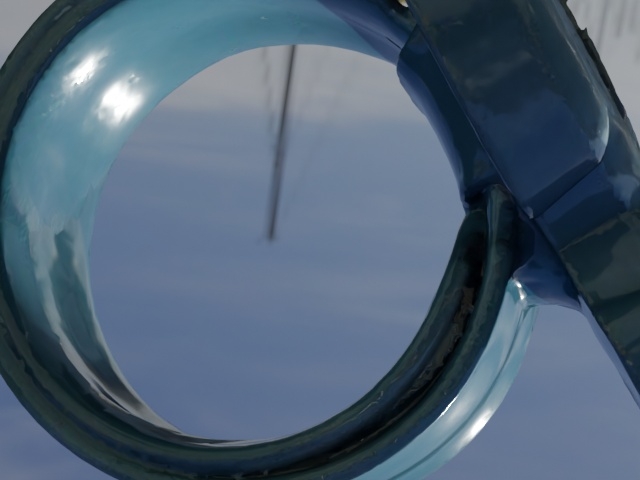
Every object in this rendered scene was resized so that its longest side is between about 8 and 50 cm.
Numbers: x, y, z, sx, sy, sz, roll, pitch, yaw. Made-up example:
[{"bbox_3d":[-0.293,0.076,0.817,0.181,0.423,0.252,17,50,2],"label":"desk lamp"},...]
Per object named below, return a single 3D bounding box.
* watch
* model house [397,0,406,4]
[{"bbox_3d":[0.000,0.000,0.550,0.193,0.211,0.211,-26,-171,7],"label":"watch"},{"bbox_3d":[0.004,-0.243,0.931,0.175,0.193,0.234,-14,134,35],"label":"model house"}]
